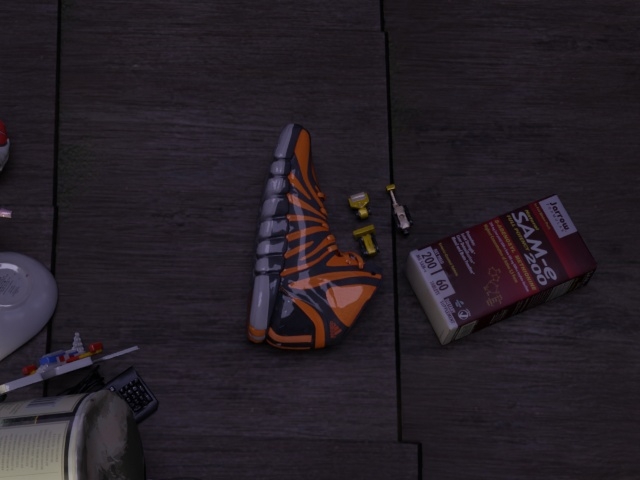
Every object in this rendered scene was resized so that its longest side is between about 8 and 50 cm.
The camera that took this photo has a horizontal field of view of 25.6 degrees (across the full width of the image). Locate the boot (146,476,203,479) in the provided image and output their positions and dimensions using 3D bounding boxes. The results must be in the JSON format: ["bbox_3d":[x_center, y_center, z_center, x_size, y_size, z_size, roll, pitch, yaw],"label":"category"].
[{"bbox_3d":[-0.237,0.422,1.776,0.264,0.096,0.280,23,68,4],"label":"boot"}]

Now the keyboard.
[{"bbox_3d":[-0.318,0.235,1.880,0.192,0.038,0.100,-35,74,-19],"label":"keyboard"}]

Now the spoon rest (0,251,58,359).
[{"bbox_3d":[-0.462,0.125,1.903,0.137,0.084,0.276,28,54,6],"label":"spoon rest"}]

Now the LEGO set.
[{"bbox_3d":[-0.360,0.160,1.816,0.182,0.244,0.060,-17,87,-30],"label":"LEGO set"}]

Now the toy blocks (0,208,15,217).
[{"bbox_3d":[-0.549,-0.058,1.797,0.260,0.288,0.309,7,96,2],"label":"toy blocks"}]

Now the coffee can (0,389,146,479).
[{"bbox_3d":[-0.377,0.294,1.714,0.275,0.201,0.202,-7,66,15],"label":"coffee can"}]

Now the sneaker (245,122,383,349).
[{"bbox_3d":[0.000,0.000,1.976,0.180,0.124,0.321,8,77,-6],"label":"sneaker"}]

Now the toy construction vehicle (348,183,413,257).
[{"bbox_3d":[0.086,-0.027,2.034,0.085,0.035,0.098,-21,67,-1],"label":"toy construction vehicle"}]

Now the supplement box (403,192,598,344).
[{"bbox_3d":[0.254,0.040,1.995,0.239,0.073,0.130,-22,70,-15],"label":"supplement box"}]

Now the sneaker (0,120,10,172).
[{"bbox_3d":[-0.580,-0.142,2.001,0.279,0.107,0.118,7,48,-6],"label":"sneaker"}]
